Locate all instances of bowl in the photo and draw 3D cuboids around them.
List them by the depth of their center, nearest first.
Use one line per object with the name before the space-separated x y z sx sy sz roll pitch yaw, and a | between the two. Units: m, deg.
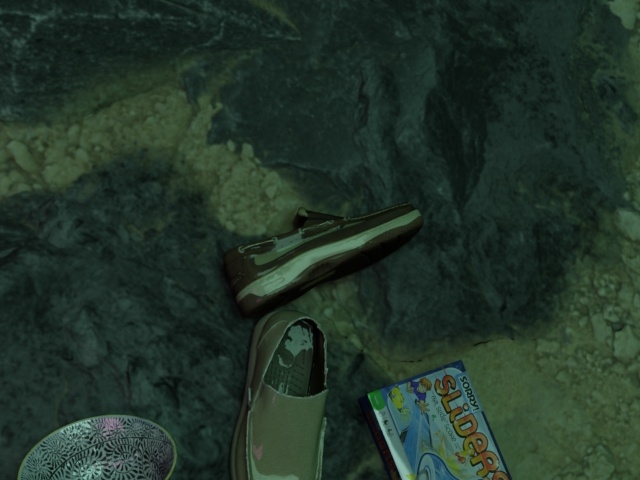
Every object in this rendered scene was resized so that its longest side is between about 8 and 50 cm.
bowl | -0.232 0.269 1.591 0.170 0.080 0.170 -6 32 3

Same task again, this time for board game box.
board game box | 0.145 0.258 1.768 0.136 0.035 0.201 -18 78 -24

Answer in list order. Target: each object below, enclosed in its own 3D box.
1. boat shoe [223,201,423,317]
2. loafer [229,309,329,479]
boat shoe | 0.002 -0.003 1.781 0.257 0.095 0.095 -24 74 -25
loafer | -0.043 0.200 1.690 0.102 0.092 0.268 6 69 -17
